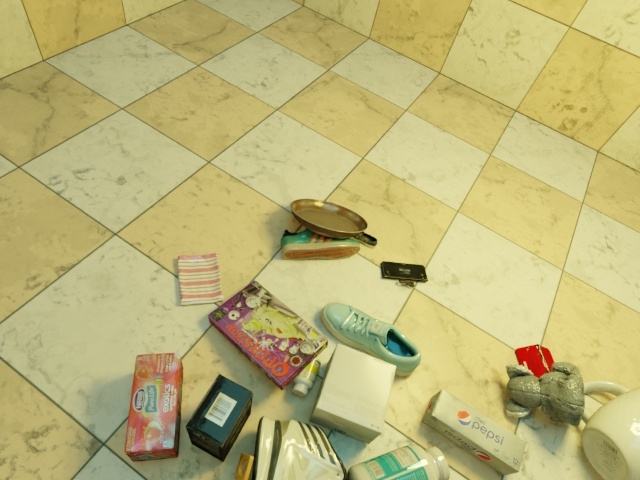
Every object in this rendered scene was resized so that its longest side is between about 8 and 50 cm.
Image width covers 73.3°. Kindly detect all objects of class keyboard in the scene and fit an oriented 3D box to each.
[{"bbox_3d":[0.324,0.133,1.655,0.180,0.023,0.108,5,47,-8],"label":"keyboard"}]

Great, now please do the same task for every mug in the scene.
[{"bbox_3d":[0.976,0.582,1.339,0.327,0.276,0.374,-12,28,-13],"label":"mug"}]

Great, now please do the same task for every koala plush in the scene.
[{"bbox_3d":[0.707,0.486,1.377,0.221,0.203,0.196,4,86,23],"label":"koala plush"}]

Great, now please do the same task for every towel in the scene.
[{"bbox_3d":[-0.417,0.129,1.486,0.144,0.029,0.197,-5,56,-15],"label":"towel"}]

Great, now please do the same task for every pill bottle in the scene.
[{"bbox_3d":[-0.045,0.420,1.331,0.065,0.065,0.116,22,52,4],"label":"pill bottle"},{"bbox_3d":[0.215,0.651,1.167,0.264,0.146,0.146,-10,57,-19],"label":"pill bottle"}]

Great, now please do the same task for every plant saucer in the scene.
[{"bbox_3d":[0.028,-0.082,1.660,0.310,0.050,0.311,15,22,-6],"label":"plant saucer"}]

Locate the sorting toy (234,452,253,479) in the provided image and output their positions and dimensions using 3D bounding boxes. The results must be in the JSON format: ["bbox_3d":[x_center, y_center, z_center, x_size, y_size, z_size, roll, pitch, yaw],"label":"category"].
[{"bbox_3d":[-0.237,0.687,1.014,0.047,0.196,0.348,27,48,-23],"label":"sorting toy"}]

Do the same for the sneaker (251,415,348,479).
[{"bbox_3d":[-0.051,0.676,1.074,0.257,0.169,0.448,6,51,-6],"label":"sneaker"}]

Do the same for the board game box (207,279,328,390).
[{"bbox_3d":[-0.170,0.288,1.373,0.346,0.056,0.208,34,57,27],"label":"board game box"}]

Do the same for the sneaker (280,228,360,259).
[{"bbox_3d":[0.000,0.000,1.626,0.302,0.108,0.121,0,58,-11],"label":"sneaker"}]

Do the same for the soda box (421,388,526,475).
[{"bbox_3d":[0.464,0.581,1.308,0.286,0.091,0.098,30,55,11],"label":"soda box"}]

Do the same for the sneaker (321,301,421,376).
[{"bbox_3d":[0.174,0.296,1.418,0.365,0.150,0.135,30,52,10],"label":"sneaker"}]

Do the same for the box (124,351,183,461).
[{"bbox_3d":[-0.448,0.452,1.178,0.122,0.128,0.257,0,55,-13],"label":"box"}]

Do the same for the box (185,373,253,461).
[{"bbox_3d":[-0.265,0.478,1.150,0.108,0.207,0.153,26,52,7],"label":"box"}]

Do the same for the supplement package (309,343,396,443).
[{"bbox_3d":[0.096,0.456,1.282,0.194,0.149,0.203,21,52,3],"label":"supplement package"}]

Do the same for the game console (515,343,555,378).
[{"bbox_3d":[0.775,0.451,1.524,0.124,0.085,0.144,-16,53,14],"label":"game console"}]

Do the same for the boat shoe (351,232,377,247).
[{"bbox_3d":[0.164,-0.019,1.718,0.142,0.040,0.049,27,53,7],"label":"boat shoe"}]
